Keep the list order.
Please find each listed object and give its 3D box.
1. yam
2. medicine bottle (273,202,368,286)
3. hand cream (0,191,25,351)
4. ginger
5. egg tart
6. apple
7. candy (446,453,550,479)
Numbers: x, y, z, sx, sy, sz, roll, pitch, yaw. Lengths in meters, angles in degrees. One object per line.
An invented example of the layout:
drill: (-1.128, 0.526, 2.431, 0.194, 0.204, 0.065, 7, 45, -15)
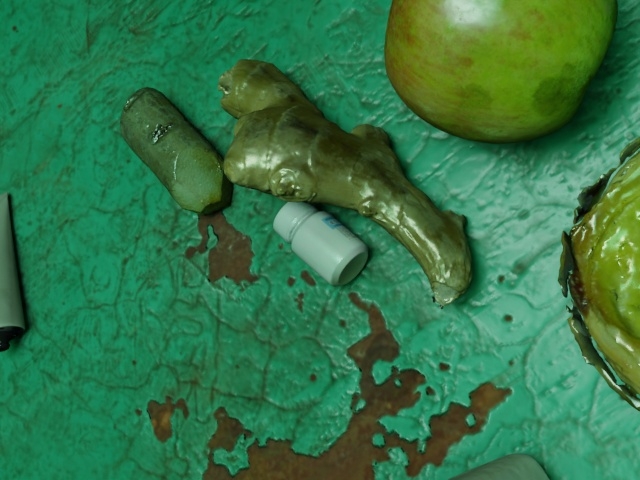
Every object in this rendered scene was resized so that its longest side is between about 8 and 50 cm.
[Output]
yam: (-0.150, -0.092, 0.957, 0.069, 0.070, 0.146, -48, 66, 14)
medicine bottle: (0.000, 0.000, 0.884, 0.089, 0.052, 0.052, 41, 102, 23)
hand cream: (-0.384, 0.040, 1.068, 0.087, 0.054, 0.186, -24, 68, 17)
ginger: (0.011, -0.066, 0.860, 0.334, 0.148, 0.081, 34, 129, 17)
egg tart: (0.323, 0.029, 0.685, 0.279, 0.095, 0.278, -8, 64, 18)
apple: (0.149, -0.177, 0.760, 0.196, 0.196, 0.195, -3, 84, 25)
candy: (0.056, 0.270, 0.665, 0.208, 0.359, 0.145, -30, 73, 27)
